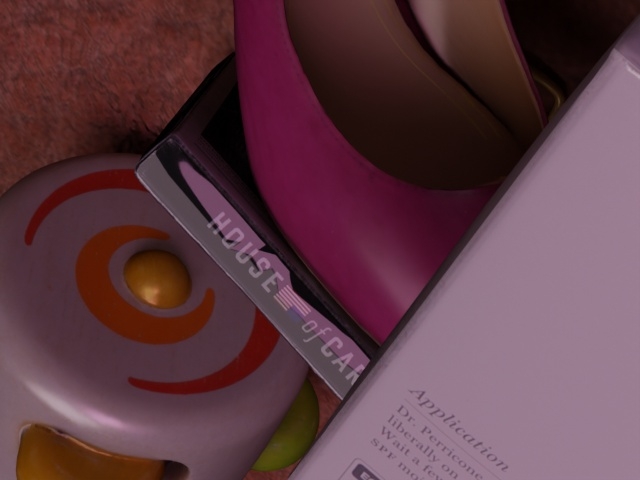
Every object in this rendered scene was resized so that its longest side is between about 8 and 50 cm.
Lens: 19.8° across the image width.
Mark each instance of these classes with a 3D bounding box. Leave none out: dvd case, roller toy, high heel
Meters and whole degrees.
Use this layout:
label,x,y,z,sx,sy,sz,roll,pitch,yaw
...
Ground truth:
label,x,y,z,sx,sy,sz,roll,pitch,yaw
dvd case,0.000,0.000,0.856,0.029,0.238,0.179,-40,98,14
roller toy,-0.108,0.056,0.989,0.191,0.209,0.146,51,139,18
high heel,0.033,-0.112,0.721,0.377,0.127,0.181,60,148,14

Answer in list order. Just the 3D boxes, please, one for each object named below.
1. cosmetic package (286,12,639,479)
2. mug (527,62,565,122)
label,x,y,z,sx,sy,sz,roll,pitch,yaw
cosmetic package,0.134,-0.002,0.569,0.138,0.224,0.224,40,138,5
mug,0.080,-0.041,0.878,0.064,0.062,0.078,32,144,-3
